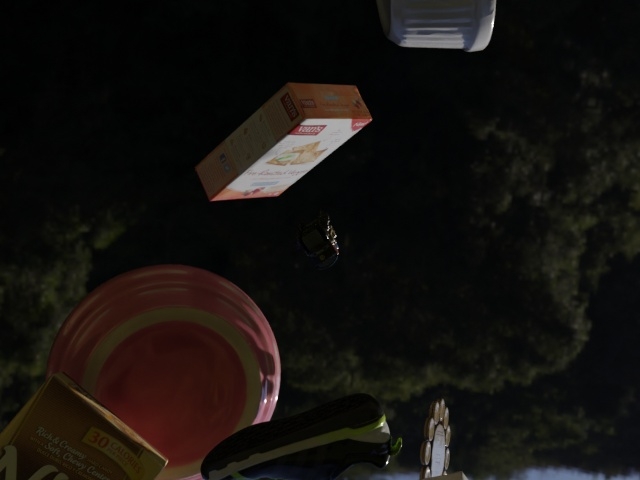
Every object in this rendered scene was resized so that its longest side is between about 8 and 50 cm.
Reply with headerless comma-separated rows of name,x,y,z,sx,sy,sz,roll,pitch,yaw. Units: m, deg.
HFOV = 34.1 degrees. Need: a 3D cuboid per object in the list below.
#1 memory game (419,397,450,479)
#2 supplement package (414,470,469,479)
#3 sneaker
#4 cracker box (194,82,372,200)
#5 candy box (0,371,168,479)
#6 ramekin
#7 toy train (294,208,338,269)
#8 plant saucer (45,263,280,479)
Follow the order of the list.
memory game,0.183,0.343,1.664,0.012,0.186,0.186,2,-162,20
supplement package,0.137,0.411,1.485,0.179,0.105,0.105,-15,-131,18
sneaker,-0.022,0.256,1.203,0.234,0.097,0.084,-18,-170,8
cracker box,-0.057,-0.145,1.561,0.155,0.232,0.067,-8,-113,-49
candy box,-0.362,0.342,1.295,0.183,0.316,0.087,40,174,-1
ramekin,0.134,-0.373,1.337,0.127,0.273,0.273,-8,-160,-1
toy train,0.000,0.000,0.784,0.027,0.036,0.158,-31,-176,3
plant saucer,-0.211,0.202,1.452,0.332,0.332,0.084,-2,-168,-16
